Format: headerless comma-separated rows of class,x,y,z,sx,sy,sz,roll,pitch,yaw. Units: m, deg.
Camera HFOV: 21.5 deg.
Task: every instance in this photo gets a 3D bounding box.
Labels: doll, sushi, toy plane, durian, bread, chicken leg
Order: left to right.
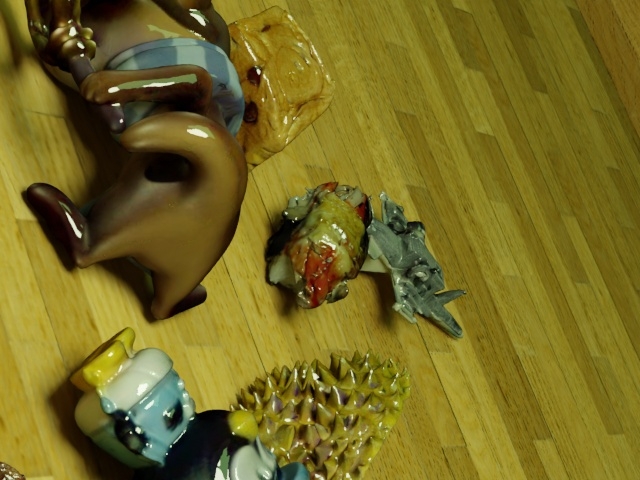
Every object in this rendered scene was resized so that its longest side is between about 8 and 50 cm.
chicken leg,-0.266,0.186,1.336,0.083,0.021,0.036,34,46,-33
doll,-0.177,-0.118,1.634,0.318,0.209,0.340,78,3,-56
doll,-0.092,0.215,1.472,0.314,0.141,0.177,51,12,-7
bread,-0.082,-0.164,1.868,0.149,0.143,0.158,55,31,-9
sushi,-0.004,0.000,1.883,0.097,0.103,0.226,62,23,-23
durian,0.008,0.187,1.666,0.154,0.186,0.260,56,13,-20
toy plane,0.122,0.044,2.062,0.262,0.088,0.192,37,34,-38
